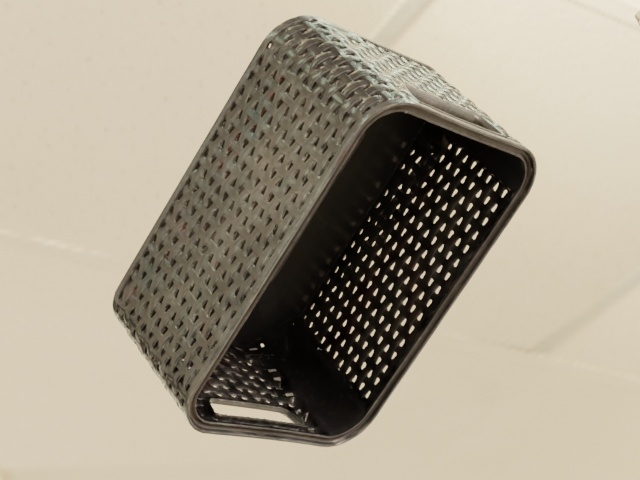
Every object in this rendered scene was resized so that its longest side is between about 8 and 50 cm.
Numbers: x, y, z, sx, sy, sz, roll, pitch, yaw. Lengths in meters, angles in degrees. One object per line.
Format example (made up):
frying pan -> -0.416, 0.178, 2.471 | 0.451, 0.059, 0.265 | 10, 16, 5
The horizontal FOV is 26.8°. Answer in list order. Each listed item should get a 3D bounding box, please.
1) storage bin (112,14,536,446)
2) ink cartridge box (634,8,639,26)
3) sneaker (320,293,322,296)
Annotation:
storage bin -> 0.000, 0.000, 0.635 | 0.122, 0.084, 0.180 | 15, -67, -44
ink cartridge box -> 0.347, -0.191, 0.971 | 0.191, 0.139, 0.082 | -49, -51, -5
sneaker -> -0.007, -0.018, 1.270 | 0.083, 0.071, 0.191 | -38, -37, -31
